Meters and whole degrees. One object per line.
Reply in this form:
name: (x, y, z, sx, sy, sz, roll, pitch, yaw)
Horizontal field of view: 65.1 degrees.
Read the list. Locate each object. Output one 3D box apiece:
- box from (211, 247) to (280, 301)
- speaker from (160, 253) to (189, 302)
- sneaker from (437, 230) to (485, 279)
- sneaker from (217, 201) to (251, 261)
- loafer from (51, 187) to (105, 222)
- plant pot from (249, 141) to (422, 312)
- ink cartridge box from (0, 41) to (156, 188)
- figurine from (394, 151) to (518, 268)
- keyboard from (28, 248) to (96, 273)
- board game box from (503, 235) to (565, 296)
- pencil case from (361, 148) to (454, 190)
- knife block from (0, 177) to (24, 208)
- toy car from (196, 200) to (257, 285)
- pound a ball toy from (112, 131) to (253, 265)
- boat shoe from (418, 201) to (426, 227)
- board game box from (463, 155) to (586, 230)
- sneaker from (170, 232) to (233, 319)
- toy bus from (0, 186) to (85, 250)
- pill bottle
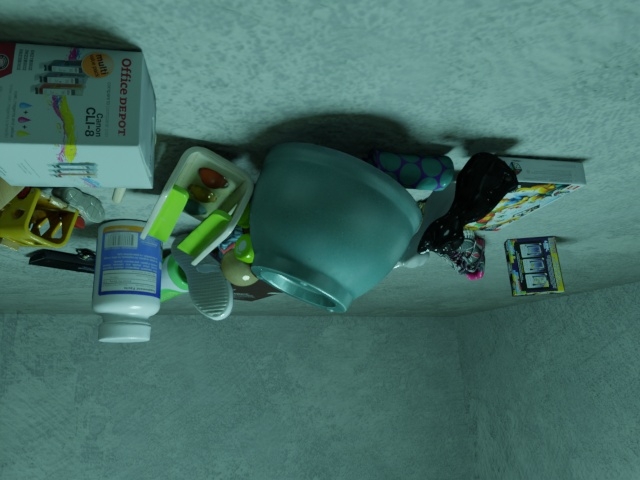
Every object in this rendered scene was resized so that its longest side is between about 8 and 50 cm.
box: (-0.170, 0.076, 1.413, 0.191, 0.143, 0.381, 10, 159, -37)
speaker: (-0.495, 0.130, 1.506, 0.297, 0.131, 0.131, -23, 157, 29)
sneaker: (0.403, 0.038, 1.425, 0.121, 0.112, 0.299, -15, 160, 37)
sneaker: (-0.203, -0.024, 1.146, 0.125, 0.104, 0.262, 11, 151, -25)
loafer: (-0.480, -0.074, 0.998, 0.039, 0.045, 0.125, 11, 162, 16)
plant pot: (0.000, 0.000, 0.848, 0.293, 0.196, 0.293, 22, 163, 7)
ink cartridge box: (-0.294, -0.143, 0.602, 0.176, 0.128, 0.127, -1, 164, -12)
figurine: (0.222, -0.034, 0.907, 0.092, 0.209, 0.215, 43, 160, 0)
keyboard: (-0.669, 0.067, 1.488, 0.202, 0.033, 0.317, -12, 163, 33)
board game box: (0.637, 0.078, 1.500, 0.141, 0.170, 0.048, -3, 163, 4)
pencil case: (0.153, -0.123, 0.878, 0.152, 0.070, 0.064, 3, 121, -17)
knife block: (-0.454, -0.164, 0.624, 0.088, 0.242, 0.275, -1, -151, -3)
toy car: (-0.152, 0.032, 1.014, 0.188, 0.149, 0.155, -28, 144, 29)
pound a ball toy: (-0.249, -0.087, 0.879, 0.208, 0.135, 0.319, 30, 154, -16)
boat shoe: (0.222, -0.056, 1.159, 0.048, 0.056, 0.153, 1, 173, -17)
board game box: (0.372, -0.089, 1.064, 0.193, 0.053, 0.305, 1, 164, -13)
sneaker: (-0.262, 0.106, 1.266, 0.102, 0.282, 0.161, -36, 141, 1)
toy bus: (-0.552, -0.035, 0.920, 0.191, 0.104, 0.202, 16, 160, -14)
pill bottle: (-0.456, 0.100, 1.188, 0.152, 0.272, 0.152, -2, 165, -1)
